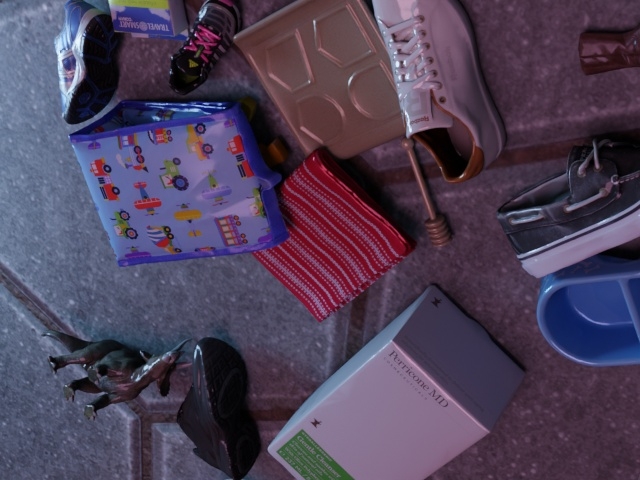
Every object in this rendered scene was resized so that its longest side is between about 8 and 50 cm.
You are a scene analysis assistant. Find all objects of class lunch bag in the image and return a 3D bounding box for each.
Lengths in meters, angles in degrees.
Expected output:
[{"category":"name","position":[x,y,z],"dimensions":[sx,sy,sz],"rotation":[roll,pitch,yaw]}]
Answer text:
[{"category":"lunch bag","position":[-0.187,-0.086,1.729],"dimensions":[0.293,0.138,0.221],"rotation":[1,120,34]}]

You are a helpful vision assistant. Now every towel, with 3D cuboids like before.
[{"category":"towel","position":[0.000,0.000,1.731],"dimensions":[0.199,0.031,0.275],"rotation":[45,140,-2]}]

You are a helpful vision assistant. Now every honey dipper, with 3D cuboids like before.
[{"category":"honey dipper","position":[0.141,-0.068,1.624],"dimensions":[0.030,0.030,0.161],"rotation":[-9,111,35]}]

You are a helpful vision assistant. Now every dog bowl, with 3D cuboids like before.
[{"category":"dog bowl","position":[0.412,0.083,1.528],"dimensions":[0.297,0.074,0.166],"rotation":[-8,116,36]}]

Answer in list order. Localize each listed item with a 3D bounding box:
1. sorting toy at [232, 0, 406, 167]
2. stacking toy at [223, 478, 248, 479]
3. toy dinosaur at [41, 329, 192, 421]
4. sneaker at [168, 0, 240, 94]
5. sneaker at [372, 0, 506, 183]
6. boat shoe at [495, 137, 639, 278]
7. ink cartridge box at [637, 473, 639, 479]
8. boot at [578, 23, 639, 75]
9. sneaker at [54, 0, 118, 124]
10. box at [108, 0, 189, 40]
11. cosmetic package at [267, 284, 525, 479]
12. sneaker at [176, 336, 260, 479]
[{"category":"sorting toy","position":[-0.016,-0.207,1.621],"dimensions":[0.307,0.041,0.229],"rotation":[-20,112,40]},{"category":"stacking toy","position":[-0.151,0.594,2.189],"dimensions":[0.141,0.141,0.330],"rotation":[17,132,21]},{"category":"toy dinosaur","position":[-0.367,0.225,2.062],"dimensions":[0.313,0.160,0.121],"rotation":[8,105,42]},{"category":"sneaker","position":[-0.164,-0.261,1.639],"dimensions":[0.063,0.075,0.170],"rotation":[32,135,-7]},{"category":"sneaker","position":[0.136,-0.204,1.470],"dimensions":[0.106,0.123,0.290],"rotation":[-18,109,40]},{"category":"boat shoe","position":[0.339,-0.062,1.440],"dimensions":[0.119,0.121,0.335],"rotation":[47,133,-7]},{"category":"ink cartridge box","position":[0.585,0.379,1.595],"dimensions":[0.272,0.115,0.198],"rotation":[-24,106,40]},{"category":"boot","position":[0.345,-0.242,1.377],"dimensions":[0.114,0.037,0.106],"rotation":[4,120,35]},{"category":"sneaker","position":[-0.352,-0.265,1.771],"dimensions":[0.081,0.080,0.211],"rotation":[45,134,25]},{"category":"box","position":[-0.247,-0.357,1.654],"dimensions":[0.109,0.042,0.178],"rotation":[10,124,27]},{"category":"cosmetic package","position":[0.107,0.256,1.779],"dimensions":[0.197,0.155,0.365],"rotation":[42,134,1]},{"category":"sneaker","position":[-0.192,0.284,2.018],"dimensions":[0.130,0.109,0.286],"rotation":[13,125,30]}]
